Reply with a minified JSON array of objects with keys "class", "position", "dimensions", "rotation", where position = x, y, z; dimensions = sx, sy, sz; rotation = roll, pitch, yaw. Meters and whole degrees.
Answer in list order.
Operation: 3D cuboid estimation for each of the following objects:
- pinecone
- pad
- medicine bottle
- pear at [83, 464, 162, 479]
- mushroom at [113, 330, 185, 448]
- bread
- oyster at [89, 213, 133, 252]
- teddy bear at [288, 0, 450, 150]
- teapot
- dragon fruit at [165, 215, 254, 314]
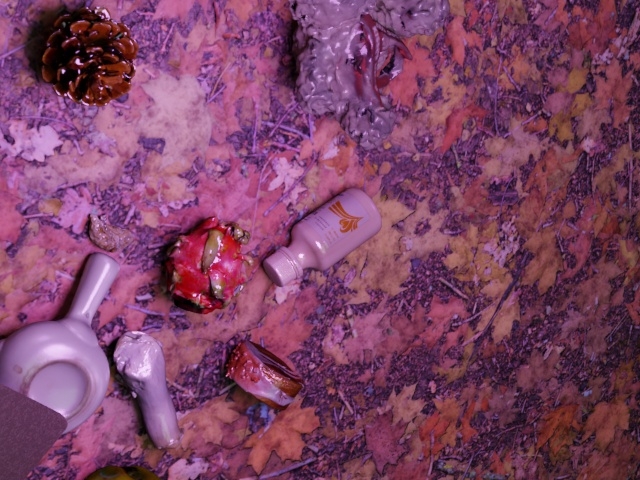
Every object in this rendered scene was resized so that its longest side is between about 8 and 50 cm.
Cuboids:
[{"class":"pinecone","position":[-0.369,-0.286,1.582],"dimensions":[0.173,0.173,0.174],"rotation":[-14,116,-31]},{"class":"pad","position":[-0.548,0.328,1.663],"dimensions":[0.176,0.002,0.266],"rotation":[31,127,-16]},{"class":"medicine bottle","position":[0.000,0.000,1.991],"dimensions":[0.252,0.114,0.114],"rotation":[-36,125,-19]},{"class":"pear","position":[-0.360,0.549,1.921],"dimensions":[0.238,0.164,0.255],"rotation":[-14,115,-29]},{"class":"mushroom","position":[-0.324,0.286,1.885],"dimensions":[0.099,0.096,0.278],"rotation":[-28,126,-23]},{"class":"bread","position":[-0.115,0.273,1.990],"dimensions":[0.160,0.160,0.073],"rotation":[31,98,-40]},{"class":"oyster","position":[-0.372,-0.013,1.765],"dimensions":[0.083,0.038,0.081],"rotation":[-12,113,-31]},{"class":"teddy bear","position":[0.054,-0.393,1.765],"dimensions":[0.357,0.224,0.367],"rotation":[-63,155,-10]},{"class":"teapot","position":[-0.440,0.196,1.727],"dimensions":[0.318,0.149,0.220],"rotation":[-37,122,-20]},{"class":"dragon fruit","position":[-0.205,0.044,1.827],"dimensions":[0.160,0.166,0.172],"rotation":[13,98,-42]}]
